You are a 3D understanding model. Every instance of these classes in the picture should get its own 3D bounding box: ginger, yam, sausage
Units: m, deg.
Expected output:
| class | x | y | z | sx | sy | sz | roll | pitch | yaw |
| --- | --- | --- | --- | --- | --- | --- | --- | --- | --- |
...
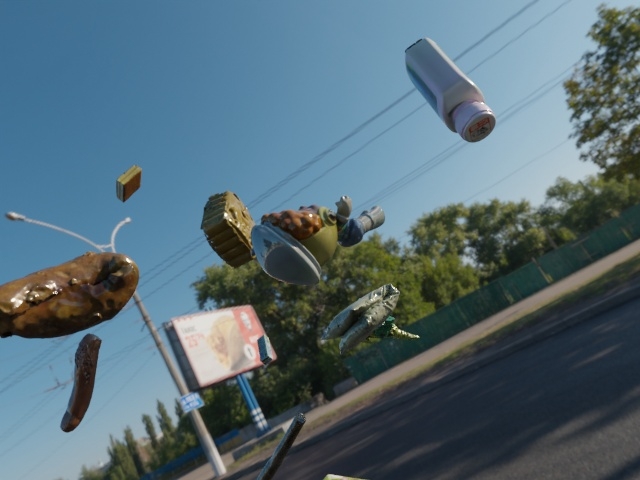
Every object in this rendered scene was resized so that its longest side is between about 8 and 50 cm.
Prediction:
| class | x | y | z | sx | sy | sz | roll | pitch | yaw |
| --- | --- | --- | --- | --- | --- | --- | --- | --- | --- |
| ginger | -0.556 | 0.128 | 1.026 | 0.321 | 0.165 | 0.172 | -24 | -14 | -40 |
| yam | -0.120 | 0.647 | 1.440 | 0.045 | 0.045 | 0.326 | 8 | -58 | -33 |
| sausage | -0.735 | 0.438 | 1.449 | 0.078 | 0.304 | 0.078 | 10 | -3 | 0 |

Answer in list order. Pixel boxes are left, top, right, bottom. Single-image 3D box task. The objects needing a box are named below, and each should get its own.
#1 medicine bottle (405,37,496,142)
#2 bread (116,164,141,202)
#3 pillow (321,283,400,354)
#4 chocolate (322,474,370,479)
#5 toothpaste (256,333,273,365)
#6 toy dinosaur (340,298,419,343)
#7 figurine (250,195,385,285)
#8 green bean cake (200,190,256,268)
| class | x | y | z | sx | sy | sz | roll | pitch | yaw |
| --- | --- | --- | --- | --- | --- | --- | --- | --- | --- |
| medicine bottle | 0.233 | -0.265 | 0.846 | 0.078 | 0.219 | 0.115 | -32 | -39 | 12 |
| bread | -0.600 | -0.178 | 1.473 | 0.090 | 0.035 | 0.094 | -58 | 1 | -38 |
| pillow | 0.091 | 0.165 | 1.012 | 0.134 | 0.078 | 0.181 | -30 | -16 | -33 |
| chocolate | 0.134 | 0.765 | 1.211 | 0.289 | 0.300 | 0.137 | -3 | 21 | 22 |
| toothpaste | -0.242 | 0.469 | 2.026 | 0.046 | 0.034 | 0.164 | -40 | 26 | 5 |
| toy dinosaur | 0.185 | 0.263 | 1.439 | 0.259 | 0.094 | 0.153 | 5 | -53 | -3 |
| figurine | 0.018 | -0.007 | 1.201 | 0.382 | 0.205 | 0.224 | -18 | -1 | -22 |
| green bean cake | -0.320 | -0.044 | 1.691 | 0.131 | 0.224 | 0.229 | -25 | -57 | 12 |
